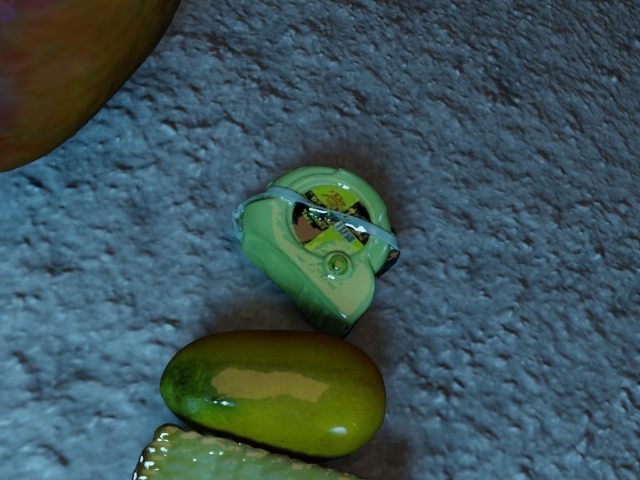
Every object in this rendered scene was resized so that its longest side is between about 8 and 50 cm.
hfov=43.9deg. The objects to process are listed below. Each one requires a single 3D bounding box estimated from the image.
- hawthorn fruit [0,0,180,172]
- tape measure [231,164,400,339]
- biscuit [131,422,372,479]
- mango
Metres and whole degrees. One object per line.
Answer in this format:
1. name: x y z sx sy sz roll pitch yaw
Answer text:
1. hawthorn fruit: -0.345 -0.311 0.788 0.471 0.472 0.472 13 50 -16
2. tape measure: 0.000 0.000 0.931 0.200 0.106 0.175 41 62 11
3. biscuit: -0.054 0.273 0.696 0.254 0.029 0.172 19 81 -12
4. mango: -0.044 0.145 0.771 0.221 0.151 0.121 10 90 -10
